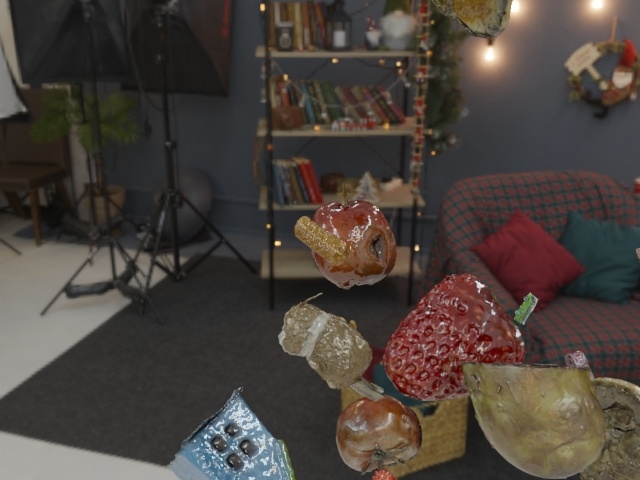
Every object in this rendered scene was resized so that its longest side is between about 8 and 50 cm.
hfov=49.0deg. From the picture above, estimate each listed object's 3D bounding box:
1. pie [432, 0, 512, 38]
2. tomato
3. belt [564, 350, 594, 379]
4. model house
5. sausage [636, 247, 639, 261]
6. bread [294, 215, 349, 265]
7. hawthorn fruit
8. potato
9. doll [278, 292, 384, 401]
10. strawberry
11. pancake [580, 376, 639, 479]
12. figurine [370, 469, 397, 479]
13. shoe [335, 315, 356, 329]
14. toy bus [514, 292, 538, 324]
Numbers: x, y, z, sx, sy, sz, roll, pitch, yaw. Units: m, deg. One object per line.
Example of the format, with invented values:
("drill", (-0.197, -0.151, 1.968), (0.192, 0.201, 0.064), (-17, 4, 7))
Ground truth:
("pie", (0.323, -0.604, 1.559), (0.077, 0.339, 0.339), (-27, 27, -12))
("tomato", (0.130, 0.481, 1.775), (0.214, 0.155, 0.181), (-28, 47, 16))
("belt", (0.831, 0.453, 2.178), (0.053, 0.071, 0.232), (-12, 59, -11))
("model house", (-0.193, 0.548, 1.671), (0.215, 0.237, 0.303), (-35, 78, -33))
("sausage", (0.832, 0.039, 1.827), (0.015, 0.015, 0.100), (7, 19, 17))
("bread", (0.000, 0.000, 1.479), (0.044, 0.052, 0.157), (14, 18, -49))
("hawthorn fruit", (0.088, 0.009, 1.979), (0.258, 0.258, 0.262), (-10, 66, -27))
("potato", (0.465, 0.392, 1.542), (0.300, 0.237, 0.288), (11, -13, -38))
("doll", (0.024, 0.196, 1.209), (0.221, 0.115, 0.105), (44, 10, 10))
("strawberry", (0.327, 0.268, 1.798), (0.345, 0.318, 0.295), (-22, 5, -30))
("pancake", (0.842, 0.568, 1.986), (0.082, 0.387, 0.387), (-9, 22, -33))
("figurine", (0.154, 0.559, 1.392), (0.110, 0.245, 0.138), (-13, 49, 29))
("shoe", (0.073, 0.263, 2.051), (0.072, 0.069, 0.109), (-21, 26, 1))
("toy bus", (0.551, 0.183, 1.884), (0.037, 0.083, 0.031), (32, 2, 20))
